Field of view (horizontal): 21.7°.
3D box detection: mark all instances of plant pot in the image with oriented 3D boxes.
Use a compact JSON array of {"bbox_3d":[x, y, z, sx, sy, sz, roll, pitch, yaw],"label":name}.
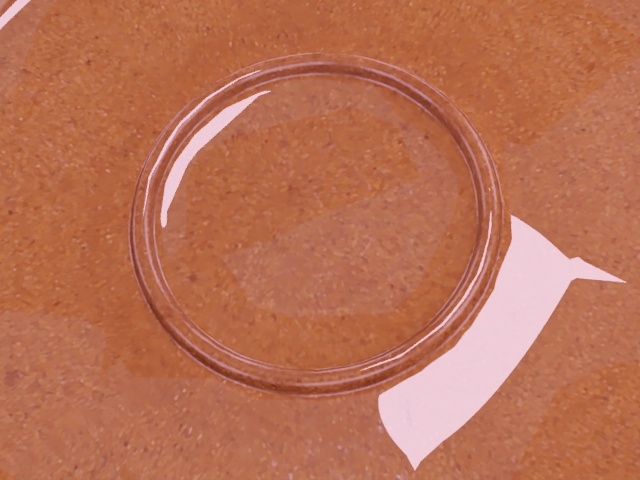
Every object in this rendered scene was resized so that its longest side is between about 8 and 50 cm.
[{"bbox_3d":[0.000,0.000,0.353,0.236,0.032,0.236,-2,67,4],"label":"plant pot"}]
